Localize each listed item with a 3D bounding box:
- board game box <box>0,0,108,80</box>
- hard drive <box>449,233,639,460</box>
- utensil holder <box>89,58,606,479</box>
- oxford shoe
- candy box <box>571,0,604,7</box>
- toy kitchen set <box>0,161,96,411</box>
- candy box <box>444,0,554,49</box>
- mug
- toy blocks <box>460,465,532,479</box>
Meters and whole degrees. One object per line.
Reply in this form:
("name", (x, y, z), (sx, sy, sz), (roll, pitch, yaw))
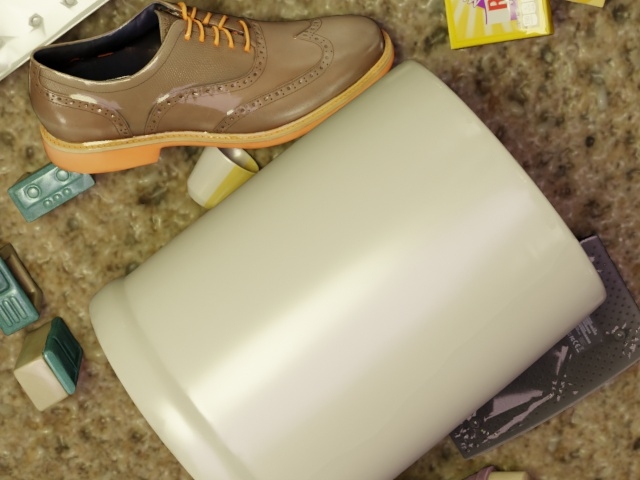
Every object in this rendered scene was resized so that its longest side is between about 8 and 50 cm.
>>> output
("board game box", (-0.340, -0.370, 1.182), (0.390, 0.050, 0.390), (-35, 98, 4))
("hard drive", (0.229, 0.115, 1.398), (0.255, 0.054, 0.172), (-32, 106, 3))
("utensil holder", (0.029, 0.059, 1.207), (0.385, 0.327, 0.327), (-40, 106, 1))
("oxford shoe", (-0.103, -0.169, 1.217), (0.364, 0.130, 0.132), (-16, 137, -8))
("candy box", (0.258, -0.342, 1.277), (0.109, 0.053, 0.186), (11, 105, -9))
("toy kitchen set", (-0.269, 0.035, 1.285), (0.166, 0.122, 0.207), (-30, 107, 2))
("candy box", (0.169, -0.301, 1.254), (0.105, 0.027, 0.205), (-6, 97, 25))
("mug", (-0.103, -0.062, 1.307), (0.064, 0.078, 0.062), (-51, 149, 16))
("toy blocks", (0.095, 0.408, 1.407), (0.260, 0.309, 0.288), (-7, 95, 29))
